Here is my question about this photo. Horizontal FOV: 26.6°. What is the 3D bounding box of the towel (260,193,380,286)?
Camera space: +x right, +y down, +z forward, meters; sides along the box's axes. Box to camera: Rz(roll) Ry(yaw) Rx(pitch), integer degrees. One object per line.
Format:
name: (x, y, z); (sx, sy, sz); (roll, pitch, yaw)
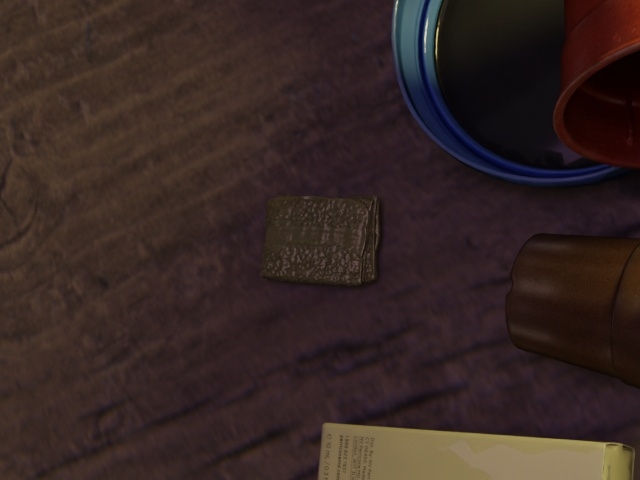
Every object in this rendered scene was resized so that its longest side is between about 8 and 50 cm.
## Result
towel: (0.000, 0.000, 1.583); (0.148, 0.027, 0.110); (1, 79, 23)

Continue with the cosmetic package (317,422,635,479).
cosmetic package: (0.157, 0.261, 1.381); (0.296, 0.153, 0.129); (0, 79, 26)

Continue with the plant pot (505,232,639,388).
plant pot: (0.286, 0.066, 1.371); (0.165, 0.167, 0.167); (9, 81, 33)

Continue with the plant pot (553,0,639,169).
plant pot: (0.344, -0.245, 1.285); (0.272, 0.272, 0.265); (-12, 65, 21)

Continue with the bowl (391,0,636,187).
bowl: (0.271, -0.242, 1.492); (0.391, 0.077, 0.391); (-6, 75, 23)
